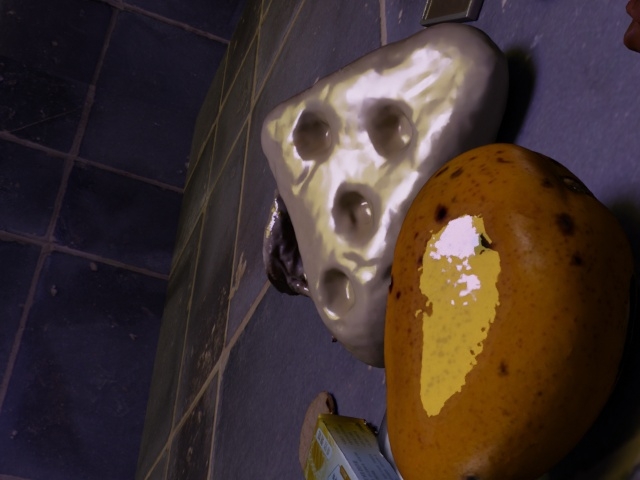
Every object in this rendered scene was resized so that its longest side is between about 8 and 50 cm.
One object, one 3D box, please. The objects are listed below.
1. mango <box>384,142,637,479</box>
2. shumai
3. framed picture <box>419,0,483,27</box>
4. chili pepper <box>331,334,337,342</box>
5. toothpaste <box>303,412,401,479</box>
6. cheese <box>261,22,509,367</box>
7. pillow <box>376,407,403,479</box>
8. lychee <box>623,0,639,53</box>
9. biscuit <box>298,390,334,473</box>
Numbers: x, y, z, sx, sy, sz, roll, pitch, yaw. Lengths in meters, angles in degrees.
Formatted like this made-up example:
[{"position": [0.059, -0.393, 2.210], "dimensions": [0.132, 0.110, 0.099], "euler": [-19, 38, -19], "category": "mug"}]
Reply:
[{"position": [0.141, 0.068, 0.721], "dimensions": [0.191, 0.160, 0.290], "euler": [9, 78, 37], "category": "mango"}, {"position": [0.000, 0.000, 1.357], "dimensions": [0.201, 0.120, 0.201], "euler": [-28, -58, -57], "category": "shumai"}, {"position": [0.210, -0.423, 1.258], "dimensions": [0.192, 0.018, 0.266], "euler": [-143, 70, -73], "category": "framed picture"}, {"position": [0.035, 0.074, 1.256], "dimensions": [0.123, 0.070, 0.073], "euler": [-101, -12, -51], "category": "chili pepper"}, {"position": [0.054, 0.283, 0.990], "dimensions": [0.313, 0.071, 0.089], "euler": [-140, 64, -72], "category": "toothpaste"}, {"position": [0.100, -0.065, 1.048], "dimensions": [0.328, 0.129, 0.351], "euler": [-34, 64, 33], "category": "cheese"}, {"position": [0.099, 0.180, 0.969], "dimensions": [0.091, 0.055, 0.136], "euler": [24, 102, 42], "category": "pillow"}, {"position": [0.254, -0.117, 0.332], "dimensions": [0.330, 0.306, 0.306], "euler": [-105, 35, -67], "category": "lychee"}, {"position": [-0.006, 0.267, 1.287], "dimensions": [0.120, 0.015, 0.120], "euler": [-164, 90, -74], "category": "biscuit"}]
